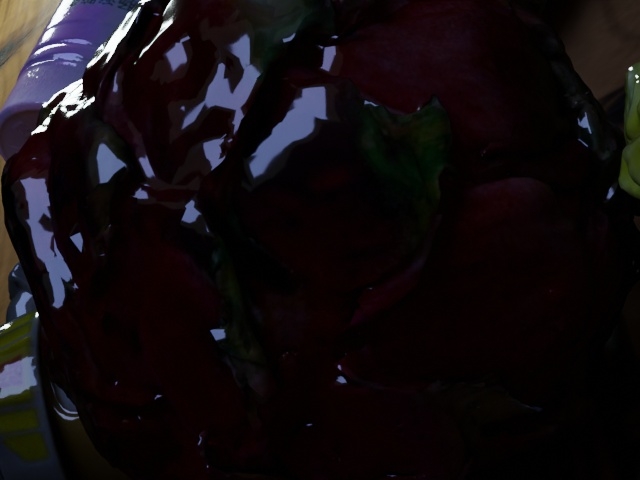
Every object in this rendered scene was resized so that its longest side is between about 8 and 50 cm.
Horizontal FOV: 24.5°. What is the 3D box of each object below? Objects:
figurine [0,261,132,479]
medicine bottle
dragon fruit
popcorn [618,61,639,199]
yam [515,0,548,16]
[{"bbox_3d":[-0.151,0.102,0.947,0.285,0.167,0.342,-12,78,1],"label":"figurine"},{"bbox_3d":[-0.184,-0.166,1.363,0.152,0.152,0.254,-17,40,42],"label":"medicine bottle"},{"bbox_3d":[-0.001,-0.001,0.752,0.329,0.329,0.329,-33,32,24],"label":"dragon fruit"},{"bbox_3d":[0.218,-0.019,0.659,0.198,0.198,0.212,-105,36,-57],"label":"popcorn"},{"bbox_3d":[0.080,-0.211,1.047,0.271,0.201,0.202,-50,30,-19],"label":"yam"}]
